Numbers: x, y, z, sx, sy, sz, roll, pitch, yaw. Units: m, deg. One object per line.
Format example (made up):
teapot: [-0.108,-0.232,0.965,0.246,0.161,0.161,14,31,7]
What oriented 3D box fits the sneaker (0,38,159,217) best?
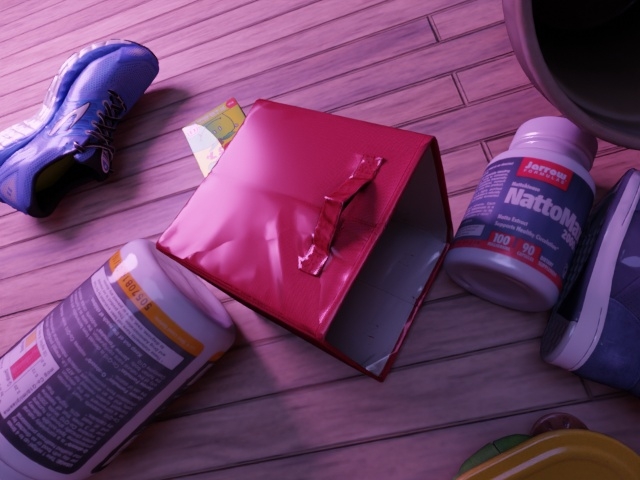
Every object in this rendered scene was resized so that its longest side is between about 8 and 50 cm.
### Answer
sneaker: [-0.363,-0.168,0.682,0.147,0.130,0.330,36,83,13]

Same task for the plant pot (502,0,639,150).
plant pot: [0.314,-0.281,0.410,0.323,0.323,0.280,-12,30,11]

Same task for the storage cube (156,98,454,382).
storage cube: [0.000,0.000,0.431,0.193,0.215,0.183,22,74,31]

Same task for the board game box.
board game box: [-0.121,-0.113,0.612,0.092,0.043,0.181,-31,61,1]

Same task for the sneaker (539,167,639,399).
sneaker: [0.314,0.047,0.388,0.164,0.086,0.226,25,66,16]

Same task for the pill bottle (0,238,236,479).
pill bottle: [-0.241,0.144,0.461,0.278,0.162,0.162,-43,61,-6]

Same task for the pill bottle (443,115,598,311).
pill bottle: [0.208,-0.030,0.437,0.108,0.108,0.180,21,74,24]

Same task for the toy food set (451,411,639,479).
toy food set: [0.192,0.209,0.359,0.218,0.071,0.128,-30,90,6]
